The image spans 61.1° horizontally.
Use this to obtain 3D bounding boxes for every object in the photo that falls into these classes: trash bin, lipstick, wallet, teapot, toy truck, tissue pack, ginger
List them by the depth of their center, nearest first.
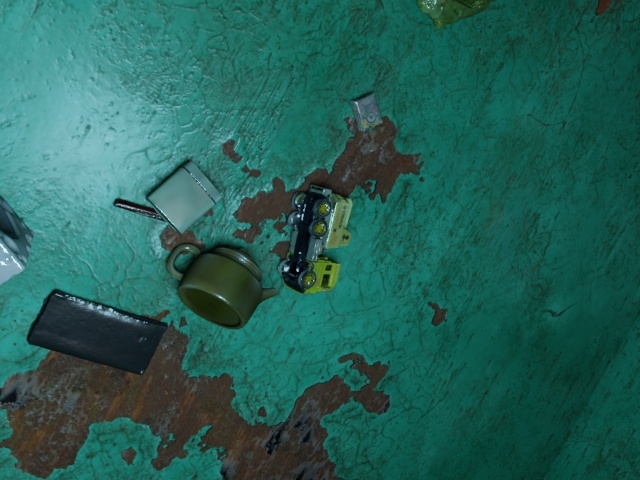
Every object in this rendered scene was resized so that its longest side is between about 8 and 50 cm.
[{"bbox_3d":[-0.311,-0.098,1.241,0.130,0.059,0.116,-46,110,-18],"label":"trash bin"},{"bbox_3d":[-0.386,-0.063,1.253,0.177,0.027,0.027,18,97,-27],"label":"lipstick"},{"bbox_3d":[-0.517,0.220,1.273,0.285,0.030,0.146,26,97,-30],"label":"wallet"},{"bbox_3d":[-0.233,0.088,1.298,0.268,0.185,0.175,29,56,-3],"label":"teapot"},{"bbox_3d":[0.000,0.000,1.401,0.157,0.124,0.272,6,100,-37],"label":"toy truck"},{"bbox_3d":[0.118,-0.332,1.402,0.063,0.035,0.083,-28,116,-15],"label":"tissue pack"},{"bbox_3d":[0.375,-0.648,1.403,0.290,0.089,0.137,-32,135,-8],"label":"ginger"}]

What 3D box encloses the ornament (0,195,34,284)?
[{"bbox_3d":[-0.713,-0.009,0.990,0.240,0.240,0.239,-34,116,-12],"label":"ornament"}]
